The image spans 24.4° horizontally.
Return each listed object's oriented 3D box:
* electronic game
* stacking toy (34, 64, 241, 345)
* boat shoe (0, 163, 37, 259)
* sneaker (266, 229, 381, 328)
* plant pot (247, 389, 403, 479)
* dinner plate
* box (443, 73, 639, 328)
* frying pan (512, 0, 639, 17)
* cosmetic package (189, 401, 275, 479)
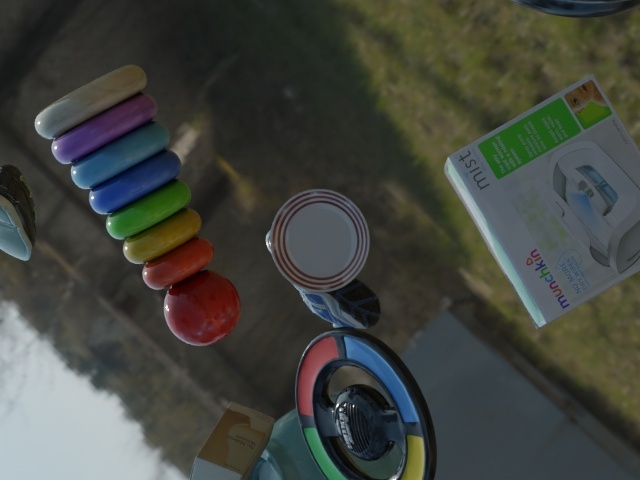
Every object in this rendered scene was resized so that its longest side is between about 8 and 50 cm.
[{"bbox_3d":[0.049,0.211,1.706,0.229,0.048,0.229,23,122,44],"label":"electronic game"},{"bbox_3d":[-0.192,-0.030,1.708,0.330,0.141,0.141,61,171,-7],"label":"stacking toy"},{"bbox_3d":[-0.459,-0.039,2.211,0.081,0.069,0.228,23,158,4],"label":"boat shoe"},{"bbox_3d":[-0.009,0.063,2.158,0.211,0.080,0.081,46,141,-18],"label":"sneaker"},{"bbox_3d":[-0.013,0.393,2.350,0.293,0.196,0.293,15,108,58],"label":"plant pot"},{"bbox_3d":[0.000,0.000,2.020,0.141,0.141,0.017,44,-166,9],"label":"dinner plate"},{"bbox_3d":[0.329,-0.049,2.003,0.262,0.231,0.127,61,178,7],"label":"box"},{"bbox_3d":[0.155,-0.272,1.288,0.326,0.197,0.053,21,135,18],"label":"frying pan"},{"bbox_3d":[-0.100,0.240,1.699,0.060,0.041,0.115,20,-148,7],"label":"cosmetic package"}]
